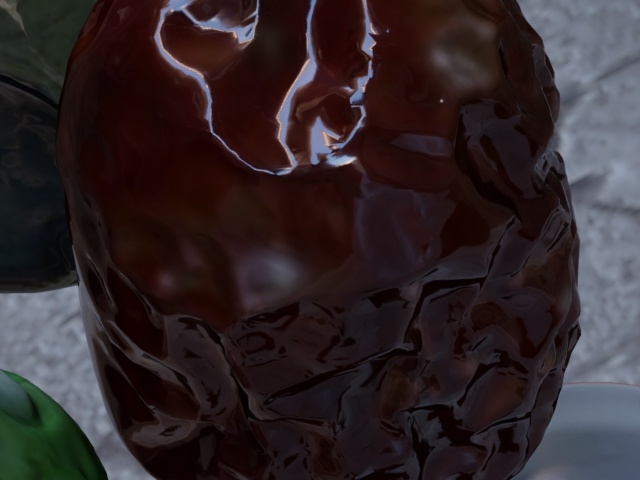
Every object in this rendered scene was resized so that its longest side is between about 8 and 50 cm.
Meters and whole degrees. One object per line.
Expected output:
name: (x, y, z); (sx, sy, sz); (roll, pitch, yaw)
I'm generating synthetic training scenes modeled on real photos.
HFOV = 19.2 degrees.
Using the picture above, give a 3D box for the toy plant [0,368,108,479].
toy plant: (-0.166, 0.092, 0.367); (0.235, 0.175, 0.218); (18, 46, -1)

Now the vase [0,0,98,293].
vase: (-0.132, -0.170, 0.776); (0.241, 0.329, 0.302); (-1, 51, 15)

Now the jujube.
jujube: (0.000, 0.000, 0.545); (0.155, 0.230, 0.155); (-2, 66, 5)

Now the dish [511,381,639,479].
dish: (0.139, 0.205, 0.934); (0.260, 0.260, 0.085); (-29, 3, 5)
